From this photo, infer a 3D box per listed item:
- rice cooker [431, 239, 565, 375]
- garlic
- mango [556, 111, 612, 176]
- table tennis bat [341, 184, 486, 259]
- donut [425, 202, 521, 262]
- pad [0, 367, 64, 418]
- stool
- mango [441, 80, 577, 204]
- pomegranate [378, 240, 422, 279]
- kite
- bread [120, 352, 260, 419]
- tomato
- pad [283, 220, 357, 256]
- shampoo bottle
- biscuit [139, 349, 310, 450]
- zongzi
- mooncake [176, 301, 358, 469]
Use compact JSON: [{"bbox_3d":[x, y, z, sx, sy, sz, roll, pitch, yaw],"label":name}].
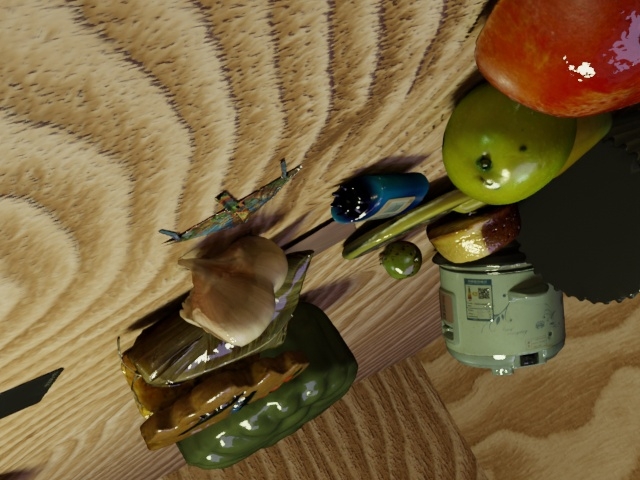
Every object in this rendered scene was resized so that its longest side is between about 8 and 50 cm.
[{"bbox_3d":[0.362,0.101,2.477,0.264,0.316,0.316,-8,164,-11],"label":"rice cooker"},{"bbox_3d":[-0.105,0.055,1.530,0.099,0.124,0.174,92,21,-46],"label":"garlic"},{"bbox_3d":[0.357,-0.152,1.832,0.195,0.092,0.130,-27,168,-39],"label":"mango"},{"bbox_3d":[0.199,-0.052,1.971,0.369,0.054,0.224,-26,175,-12],"label":"table tennis bat"},{"bbox_3d":[0.257,-0.022,2.055,0.166,0.073,0.184,-29,-167,-7],"label":"donut"},{"bbox_3d":[-0.423,0.223,1.731,0.112,0.003,0.157,-23,167,-34],"label":"pad"},{"bbox_3d":[0.532,-0.079,2.134,0.330,0.297,0.297,-24,168,-47],"label":"stool"},{"bbox_3d":[0.240,-0.131,1.527,0.175,0.143,0.293,-41,176,23],"label":"mango"},{"bbox_3d":[0.141,0.030,2.174,0.073,0.073,0.084,-29,-154,-6],"label":"pomegranate"},{"bbox_3d":[-0.097,-0.033,1.410,0.183,0.010,0.160,-30,169,0],"label":"kite"},{"bbox_3d":[-0.195,0.184,1.875,0.211,0.114,0.083,-25,-176,-27],"label":"bread"},{"bbox_3d":[0.325,-0.223,1.236,0.338,0.143,0.338,-28,162,-9],"label":"tomato"},{"bbox_3d":[0.000,0.000,1.820,0.113,0.006,0.188,-31,170,1],"label":"pad"},{"bbox_3d":[0.073,-0.056,1.635,0.087,0.050,0.183,-33,169,27],"label":"shampoo bottle"},{"bbox_3d":[-0.129,0.232,1.853,0.301,0.043,0.278,-22,167,-32],"label":"biscuit"},{"bbox_3d":[-0.142,0.101,1.666,0.248,0.111,0.241,-21,159,-26],"label":"zongzi"},{"bbox_3d":[-0.111,0.265,2.227,0.356,0.194,0.356,-29,170,-5],"label":"mooncake"}]
